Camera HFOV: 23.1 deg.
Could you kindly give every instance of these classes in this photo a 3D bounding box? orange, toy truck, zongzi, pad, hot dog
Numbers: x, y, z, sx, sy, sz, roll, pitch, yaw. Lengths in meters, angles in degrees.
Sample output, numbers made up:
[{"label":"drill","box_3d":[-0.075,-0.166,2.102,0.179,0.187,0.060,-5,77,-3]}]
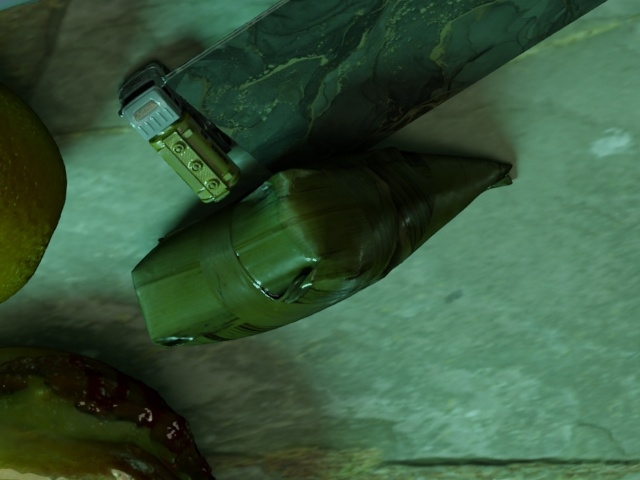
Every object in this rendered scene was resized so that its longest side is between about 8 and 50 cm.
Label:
[{"label":"orange","box_3d":[-0.322,-0.043,1.262,0.236,0.236,0.236,-4,122,-6]},{"label":"toy truck","box_3d":[-0.121,-0.090,1.350,0.052,0.063,0.123,-34,121,14]},{"label":"zongzi","box_3d":[0.000,0.000,1.424,0.260,0.289,0.123,-27,84,43]},{"label":"pad","box_3d":[0.078,-0.175,1.283,0.367,0.007,0.247,-31,150,13]},{"label":"hot dog","box_3d":[-0.202,0.268,1.491,0.223,0.185,0.405,-19,123,6]}]

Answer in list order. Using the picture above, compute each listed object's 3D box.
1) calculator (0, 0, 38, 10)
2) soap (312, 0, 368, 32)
[{"label":"calculator","box_3d":[-0.234,-0.244,1.194,0.246,0.045,0.141,-23,138,-28]},{"label":"soap","box_3d":[0.053,-0.299,1.223,0.273,0.098,0.218,-30,121,11]}]
